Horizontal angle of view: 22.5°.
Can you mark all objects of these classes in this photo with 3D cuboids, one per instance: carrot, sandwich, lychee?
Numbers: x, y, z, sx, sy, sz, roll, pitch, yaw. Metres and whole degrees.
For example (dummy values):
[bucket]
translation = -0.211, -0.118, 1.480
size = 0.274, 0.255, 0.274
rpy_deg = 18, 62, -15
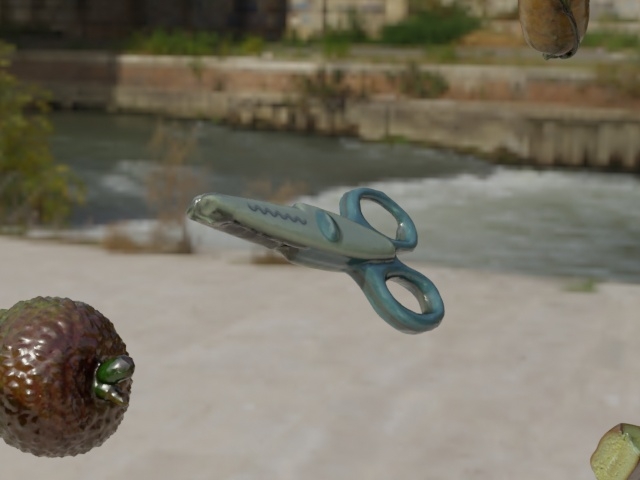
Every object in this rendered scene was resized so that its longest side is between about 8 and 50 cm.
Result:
[carrot]
translation = 0.135, -0.222, 0.975
size = 0.049, 0.254, 0.049
rpy_deg = -8, 36, 6
[sandwich]
translation = 0.190, 0.136, 1.001
size = 0.031, 0.044, 0.083
rpy_deg = 53, 14, 25
[lychee]
translation = -0.186, 0.094, 1.118
size = 0.146, 0.114, 0.114
rpy_deg = 5, 9, 34

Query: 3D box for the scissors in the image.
[scissors]
translation = 0.000, 0.000, 1.273
size = 0.041, 0.138, 0.289
rpy_deg = -32, -29, 32
